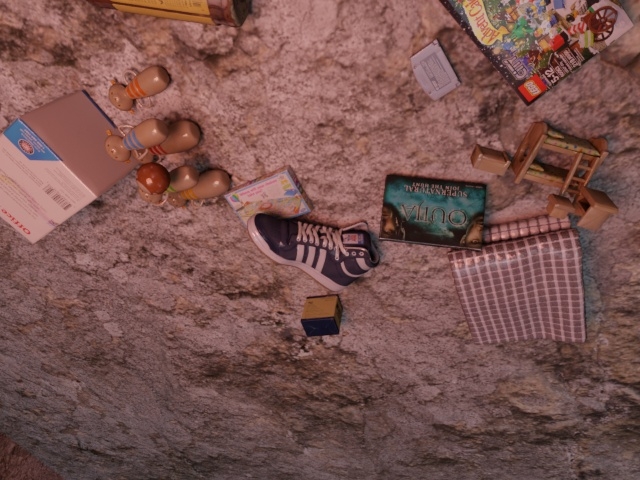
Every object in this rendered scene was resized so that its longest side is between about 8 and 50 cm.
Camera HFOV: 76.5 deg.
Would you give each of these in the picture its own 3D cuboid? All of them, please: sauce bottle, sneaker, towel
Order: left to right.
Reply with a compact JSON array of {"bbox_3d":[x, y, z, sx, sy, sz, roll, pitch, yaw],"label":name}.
[{"bbox_3d":[-0.280,-0.394,0.593,0.344,0.111,0.111,10,128,2],"label":"sauce bottle"},{"bbox_3d":[0.000,0.000,0.826,0.153,0.099,0.282,-33,130,32],"label":"sneaker"},{"bbox_3d":[0.401,0.099,0.825,0.235,0.121,0.284,-14,123,21],"label":"towel"}]

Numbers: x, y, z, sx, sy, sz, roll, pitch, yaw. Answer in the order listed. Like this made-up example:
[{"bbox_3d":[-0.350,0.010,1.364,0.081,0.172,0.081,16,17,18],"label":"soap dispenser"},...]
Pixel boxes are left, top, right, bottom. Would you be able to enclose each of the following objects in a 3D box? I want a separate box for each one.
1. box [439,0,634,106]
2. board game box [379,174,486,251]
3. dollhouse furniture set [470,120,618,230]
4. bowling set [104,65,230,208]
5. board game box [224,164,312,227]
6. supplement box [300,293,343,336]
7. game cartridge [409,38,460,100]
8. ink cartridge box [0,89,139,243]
[{"bbox_3d":[0.293,-0.331,0.572,0.233,0.044,0.159,39,124,-18],"label":"box"},{"bbox_3d":[0.209,-0.051,0.760,0.186,0.026,0.126,6,82,6],"label":"board game box"},{"bbox_3d":[0.358,-0.118,0.645,0.182,0.161,0.101,15,128,-1],"label":"dollhouse furniture set"},{"bbox_3d":[-0.315,-0.149,0.737,0.154,0.200,0.287,-15,118,22],"label":"bowling set"},{"bbox_3d":[-0.108,-0.083,0.846,0.154,0.026,0.103,-18,122,22],"label":"board game box"},{"bbox_3d":[0.005,0.181,0.986,0.083,0.083,0.056,-8,124,16],"label":"supplement box"},{"bbox_3d":[0.182,-0.272,0.656,0.056,0.017,0.083,-29,116,24],"label":"game cartridge"},{"bbox_3d":[-0.517,-0.141,0.792,0.232,0.168,0.171,-23,118,25],"label":"ink cartridge box"}]
